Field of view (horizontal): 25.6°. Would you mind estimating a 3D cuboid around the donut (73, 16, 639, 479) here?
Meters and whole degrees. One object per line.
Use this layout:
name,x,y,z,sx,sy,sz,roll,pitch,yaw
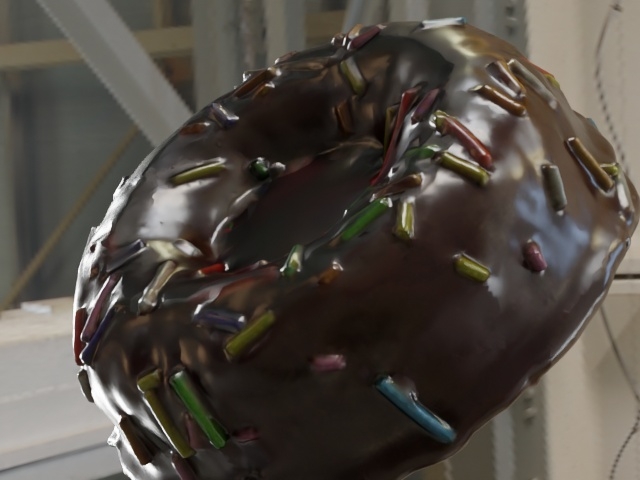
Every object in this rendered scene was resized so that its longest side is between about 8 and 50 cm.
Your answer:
donut,0.000,0.000,0.544,0.235,0.235,0.089,-17,-55,29
